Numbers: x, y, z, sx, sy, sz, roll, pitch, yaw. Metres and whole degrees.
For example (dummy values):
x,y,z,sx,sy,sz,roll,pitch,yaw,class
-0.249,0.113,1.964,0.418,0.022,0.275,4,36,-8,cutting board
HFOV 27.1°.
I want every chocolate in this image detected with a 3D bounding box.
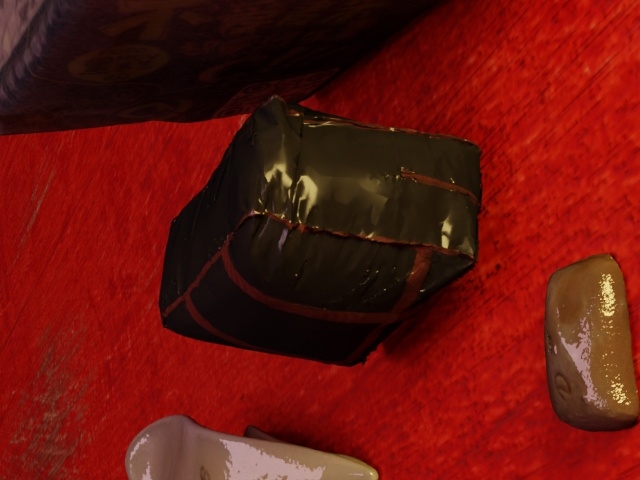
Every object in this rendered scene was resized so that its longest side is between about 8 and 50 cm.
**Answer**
x,y,z,sx,sy,sz,roll,pitch,yaw,class
0.147,0.057,0.747,0.064,0.031,0.100,-19,71,59,chocolate

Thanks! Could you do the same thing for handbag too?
x,y,z,sx,sy,sz,roll,pitch,yaw,class
0.000,0.000,0.904,0.215,0.169,0.155,134,147,-57,handbag

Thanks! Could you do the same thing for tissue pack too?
x,y,z,sx,sy,sz,roll,pitch,yaw,class
-0.056,-0.187,0.889,0.394,0.288,0.124,-29,73,62,tissue pack

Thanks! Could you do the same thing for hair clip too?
x,y,z,sx,sy,sz,roll,pitch,yaw,class
-0.069,0.225,1.107,0.282,0.113,0.172,-153,66,-62,hair clip
